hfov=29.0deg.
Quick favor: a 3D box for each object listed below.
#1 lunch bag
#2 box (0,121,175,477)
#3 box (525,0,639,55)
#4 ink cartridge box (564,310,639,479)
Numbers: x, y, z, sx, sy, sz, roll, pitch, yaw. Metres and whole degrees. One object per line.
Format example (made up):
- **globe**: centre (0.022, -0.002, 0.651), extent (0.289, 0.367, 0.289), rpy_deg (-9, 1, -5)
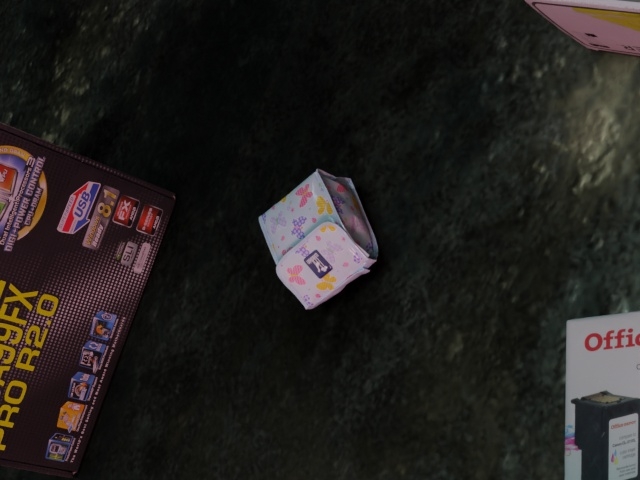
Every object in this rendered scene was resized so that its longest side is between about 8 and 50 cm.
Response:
- **lunch bag**: centre (0.000, 0.000, 0.929), extent (0.071, 0.053, 0.083), rpy_deg (-37, 61, 29)
- **box**: centre (-0.260, 0.050, 1.039), extent (0.060, 0.216, 0.270), rpy_deg (16, 84, 45)
- **box**: centre (0.257, -0.256, 0.759), extent (0.169, 0.087, 0.290), rpy_deg (21, 89, 46)
- **ink cartridge box**: centre (0.202, 0.125, 0.671), extent (0.127, 0.072, 0.175), rpy_deg (-12, 66, 41)
